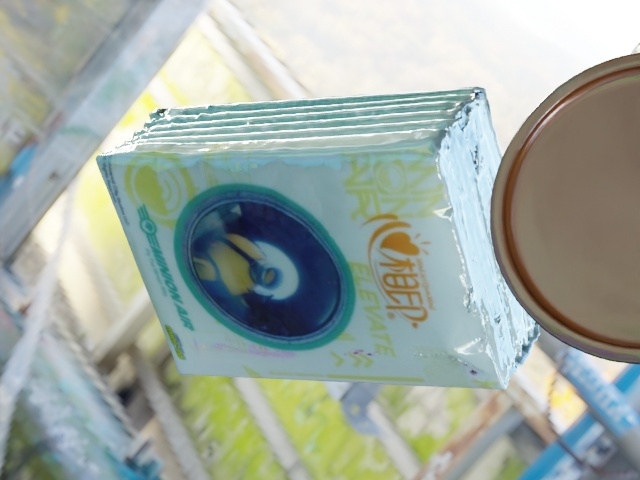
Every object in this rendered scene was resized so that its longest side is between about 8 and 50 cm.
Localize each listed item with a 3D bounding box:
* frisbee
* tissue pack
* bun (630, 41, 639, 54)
[{"bbox_3d":[0.252,-0.027,1.158,0.251,0.251,0.021,48,5,28],"label":"frisbee"},{"bbox_3d":[0.000,0.000,1.515,0.162,0.388,0.287,-54,135,-47],"label":"tissue pack"},{"bbox_3d":[0.292,-0.130,1.252,0.086,0.055,0.086,23,-25,12],"label":"bun"}]
